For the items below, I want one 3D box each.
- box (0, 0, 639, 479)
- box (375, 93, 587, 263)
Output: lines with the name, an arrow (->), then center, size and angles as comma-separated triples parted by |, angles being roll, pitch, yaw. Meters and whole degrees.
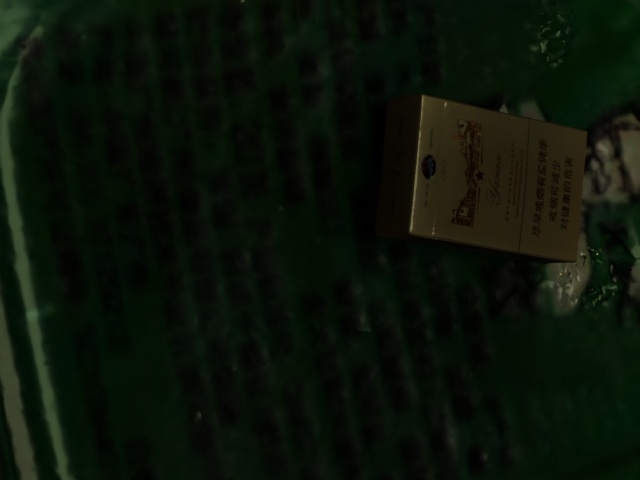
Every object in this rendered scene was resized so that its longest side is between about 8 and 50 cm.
box -> 0.000, 0.000, 0.754 | 0.336, 0.106, 0.264 | -13, 96, -34
box -> 0.062, -0.022, 0.718 | 0.083, 0.024, 0.053 | 10, 82, -32
